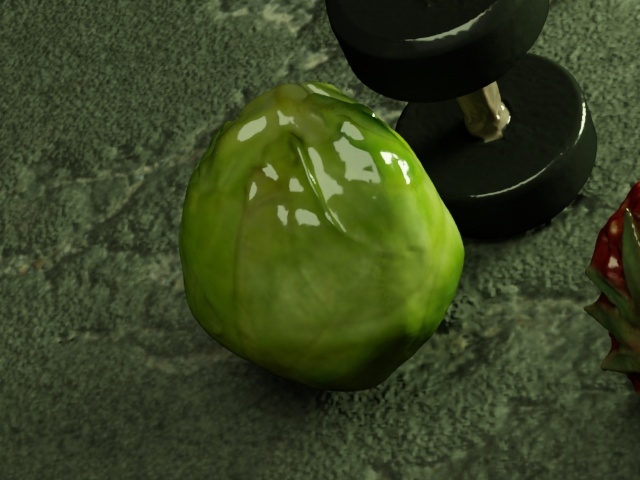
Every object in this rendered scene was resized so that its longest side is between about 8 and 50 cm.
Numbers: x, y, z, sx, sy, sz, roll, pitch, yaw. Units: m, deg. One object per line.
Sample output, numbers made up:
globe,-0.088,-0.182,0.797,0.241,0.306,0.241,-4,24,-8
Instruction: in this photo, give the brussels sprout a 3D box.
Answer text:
brussels sprout,0.000,0.000,1.309,0.223,0.223,0.161,21,26,35

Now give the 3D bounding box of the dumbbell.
dumbbell,0.106,-0.121,1.347,0.152,0.218,0.152,-12,50,14

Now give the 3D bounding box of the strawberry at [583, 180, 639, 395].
strawberry,0.305,0.013,1.189,0.244,0.205,0.205,-28,44,-26
